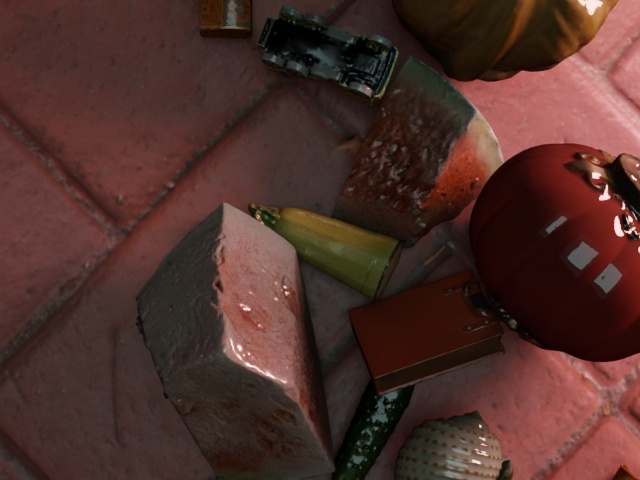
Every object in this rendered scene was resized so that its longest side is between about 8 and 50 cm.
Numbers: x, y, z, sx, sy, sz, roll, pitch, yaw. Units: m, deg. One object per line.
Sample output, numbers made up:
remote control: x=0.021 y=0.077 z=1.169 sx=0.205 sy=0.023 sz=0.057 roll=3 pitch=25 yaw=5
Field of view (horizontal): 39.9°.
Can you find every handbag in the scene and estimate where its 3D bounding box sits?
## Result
handbag: x=0.147 y=0.125 z=1.214 sx=0.190 sy=0.063 sz=0.127 roll=-19 pitch=45 yaw=-3

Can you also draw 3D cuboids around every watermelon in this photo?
watermelon: x=0.124 y=-0.097 z=1.233 sx=0.193 sy=0.140 sz=0.257 roll=42 pitch=95 yaw=8
watermelon: x=-0.114 y=0.147 z=1.132 sx=0.228 sy=0.258 sz=0.387 roll=-17 pitch=89 yaw=1

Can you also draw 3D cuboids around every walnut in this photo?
walnut: x=0.235 y=-0.340 z=1.161 sx=0.282 sy=0.277 sz=0.253 roll=44 pitch=92 yaw=-11

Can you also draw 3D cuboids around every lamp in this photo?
lamp: x=0.337 y=0.013 z=1.145 sx=0.303 sy=0.303 sz=0.257 roll=41 pitch=124 yaw=0

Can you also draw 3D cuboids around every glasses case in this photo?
glasses case: x=-0.133 y=-0.402 z=1.254 sx=0.075 sy=0.049 sz=0.218 roll=1 pitch=88 yaw=-3

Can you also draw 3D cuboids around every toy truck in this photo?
toy truck: x=0.011 y=-0.250 z=1.224 sx=0.191 sy=0.116 sz=0.085 roll=19 pitch=88 yaw=8

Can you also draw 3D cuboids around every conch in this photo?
conch: x=0.164 y=0.320 z=1.198 sx=0.200 sy=0.172 sz=0.131 roll=-48 pitch=57 yaw=5

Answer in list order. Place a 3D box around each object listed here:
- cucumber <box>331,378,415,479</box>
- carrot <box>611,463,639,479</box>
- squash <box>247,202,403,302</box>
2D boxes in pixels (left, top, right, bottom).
cucumber: x=0.070 y=0.264 z=1.234 sx=0.069 sy=0.069 sz=0.227 roll=27 pitch=89 yaw=-1
carrot: x=0.406 y=0.423 z=1.248 sx=0.072 sy=0.072 sz=0.205 roll=28 pitch=95 yaw=-1
squash: x=0.000 y=0.000 z=1.226 sx=0.224 sy=0.094 sz=0.094 roll=24 pitch=87 yaw=5
